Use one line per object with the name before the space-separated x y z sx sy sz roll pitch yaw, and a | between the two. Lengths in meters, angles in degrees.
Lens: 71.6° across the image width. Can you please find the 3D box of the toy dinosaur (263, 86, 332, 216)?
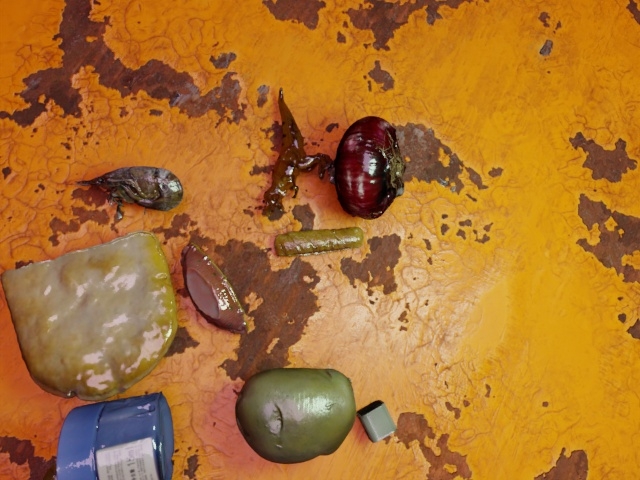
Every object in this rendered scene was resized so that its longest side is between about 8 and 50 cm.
toy dinosaur | -0.065 -0.267 1.402 0.208 0.097 0.433 8 74 4

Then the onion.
onion | 0.135 -0.214 1.325 0.232 0.314 0.314 7 76 24

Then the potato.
potato | -0.065 0.466 1.190 0.326 0.221 0.243 6 76 -11

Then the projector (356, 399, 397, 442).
projector | 0.161 0.519 1.278 0.083 0.083 0.082 -25 83 -11

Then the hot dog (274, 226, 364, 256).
hot dog | -0.001 0.000 1.374 0.285 0.061 0.088 -10 69 -10

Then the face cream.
face cream | -0.492 0.522 1.107 0.225 0.249 0.249 -6 80 -12

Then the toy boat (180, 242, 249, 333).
toy boat | -0.320 0.145 1.289 0.141 0.099 0.318 -37 84 15

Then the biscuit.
biscuit | -0.602 0.203 1.218 0.429 0.104 0.446 -24 74 -12

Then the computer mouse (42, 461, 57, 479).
computer mouse | -0.639 0.663 1.167 0.199 0.045 0.102 41 74 1

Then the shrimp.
shrimp | -0.569 -0.149 1.300 0.342 0.145 0.116 4 37 4
